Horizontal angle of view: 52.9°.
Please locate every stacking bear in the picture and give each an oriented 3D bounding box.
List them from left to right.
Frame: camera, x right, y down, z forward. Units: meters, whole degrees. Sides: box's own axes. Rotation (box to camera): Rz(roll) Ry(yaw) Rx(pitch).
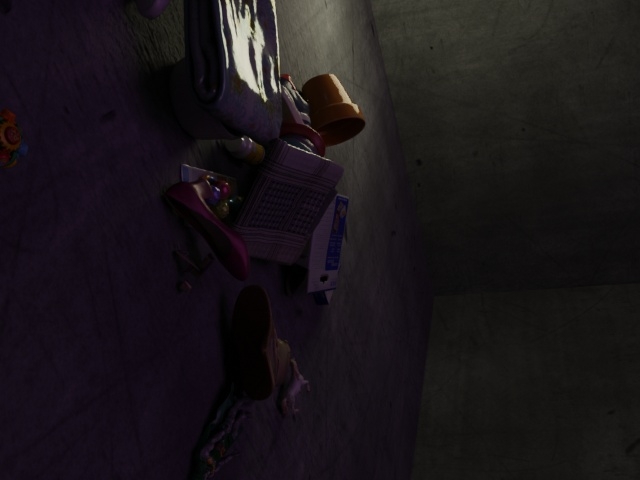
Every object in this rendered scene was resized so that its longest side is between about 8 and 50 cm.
[{"bbox_3d":[-0.103,-0.169,1.727,0.175,0.164,0.289,51,43,-30],"label":"stacking bear"}]

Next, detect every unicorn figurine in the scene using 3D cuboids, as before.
[{"bbox_3d":[-0.074,0.403,1.782,0.161,0.060,0.111,-78,154,-42],"label":"unicorn figurine"}]

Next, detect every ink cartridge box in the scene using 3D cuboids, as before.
[{"bbox_3d":[0.000,0.000,1.951,0.304,0.072,0.307,5,95,-73],"label":"ink cartridge box"},{"bbox_3d":[0.018,0.112,2.151,0.207,0.046,0.097,-71,150,-51],"label":"ink cartridge box"}]

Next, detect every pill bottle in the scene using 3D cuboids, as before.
[{"bbox_3d":[-0.192,-0.231,1.618,0.116,0.065,0.065,21,65,-68],"label":"pill bottle"}]

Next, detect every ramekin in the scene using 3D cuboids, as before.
[{"bbox_3d":[-0.245,-0.320,1.426,0.207,0.109,0.207,-6,90,-70],"label":"ramekin"}]

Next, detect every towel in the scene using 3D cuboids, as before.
[{"bbox_3d":[-0.172,-0.413,1.361,0.320,0.090,0.374,14,71,-69],"label":"towel"},{"bbox_3d":[-0.080,-0.077,1.597,0.324,0.056,0.312,12,109,-59],"label":"towel"}]

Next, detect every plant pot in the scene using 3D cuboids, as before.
[{"bbox_3d":[0.024,-0.438,2.133,0.205,0.205,0.187,21,50,-69],"label":"plant pot"}]

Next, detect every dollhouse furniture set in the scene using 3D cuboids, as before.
[{"bbox_3d":[-0.281,0.046,1.370,0.081,0.091,0.114,40,2,-6],"label":"dollhouse furniture set"}]

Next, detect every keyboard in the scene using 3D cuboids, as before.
[{"bbox_3d":[-0.197,0.275,1.525,0.108,0.023,0.180,49,39,-59],"label":"keyboard"}]

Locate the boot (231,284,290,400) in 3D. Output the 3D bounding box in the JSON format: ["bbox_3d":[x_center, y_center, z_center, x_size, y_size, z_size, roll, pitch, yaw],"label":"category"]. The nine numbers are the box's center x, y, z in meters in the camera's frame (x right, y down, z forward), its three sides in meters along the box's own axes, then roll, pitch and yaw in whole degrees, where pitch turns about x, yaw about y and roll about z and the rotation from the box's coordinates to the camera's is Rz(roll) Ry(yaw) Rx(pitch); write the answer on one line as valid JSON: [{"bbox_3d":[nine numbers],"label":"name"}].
[{"bbox_3d":[-0.134,0.237,1.551,0.203,0.095,0.261,19,63,-80],"label":"boot"}]

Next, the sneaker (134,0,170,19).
[{"bbox_3d":[-0.356,-0.539,1.230,0.115,0.090,0.232,6,70,-64],"label":"sneaker"}]

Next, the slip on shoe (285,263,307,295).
[{"bbox_3d":[-0.068,0.113,1.909,0.135,0.041,0.051,-65,144,-56],"label":"slip on shoe"}]

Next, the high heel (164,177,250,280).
[{"bbox_3d":[-0.235,-0.013,1.342,0.117,0.082,0.244,-31,101,-54],"label":"high heel"}]

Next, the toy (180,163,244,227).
[{"bbox_3d":[-0.232,-0.094,1.479,0.237,0.056,0.136,9,76,-70],"label":"toy"}]

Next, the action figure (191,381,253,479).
[{"bbox_3d":[-0.213,0.432,1.383,0.232,0.064,0.137,-56,140,-56],"label":"action figure"}]

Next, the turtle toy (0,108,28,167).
[{"bbox_3d":[-0.445,-0.132,0.861,0.130,0.066,0.095,-59,139,-60],"label":"turtle toy"}]

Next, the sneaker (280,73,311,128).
[{"bbox_3d":[-0.068,-0.328,1.899,0.148,0.131,0.350,-66,146,-47],"label":"sneaker"}]
